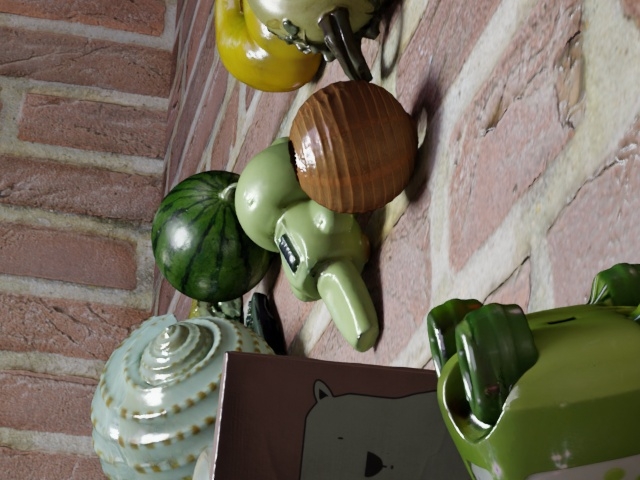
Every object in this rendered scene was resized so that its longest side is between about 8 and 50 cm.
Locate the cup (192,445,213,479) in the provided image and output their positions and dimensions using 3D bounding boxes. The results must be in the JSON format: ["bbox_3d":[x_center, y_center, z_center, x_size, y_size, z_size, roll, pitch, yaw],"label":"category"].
[{"bbox_3d":[-0.052,0.307,1.560,0.347,0.163,0.347,-172,90,-78],"label":"cup"}]

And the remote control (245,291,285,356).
[{"bbox_3d":[-0.082,0.138,2.094,0.222,0.042,0.072,-111,31,-69],"label":"remote control"}]

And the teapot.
[{"bbox_3d":[0.010,-0.285,1.706,0.269,0.173,0.182,69,-169,23],"label":"teapot"}]

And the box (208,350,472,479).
[{"bbox_3d":[0.019,0.203,1.171,0.086,0.215,0.215,104,172,-84],"label":"box"}]

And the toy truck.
[{"bbox_3d":[0.145,0.112,0.835,0.187,0.148,0.211,-112,11,-71],"label":"toy truck"}]

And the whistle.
[{"bbox_3d":[0.008,-0.003,1.644,0.294,0.141,0.141,50,141,29],"label":"whistle"}]

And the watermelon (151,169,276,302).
[{"bbox_3d":[-0.151,-0.013,2.157,0.215,0.188,0.188,103,168,-52],"label":"watermelon"}]

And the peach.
[{"bbox_3d":[-0.060,-0.324,2.052,0.251,0.153,0.251,173,90,-69],"label":"peach"}]

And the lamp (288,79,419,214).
[{"bbox_3d":[0.033,-0.093,1.483,0.136,0.136,0.136,-172,90,-78],"label":"lamp"}]

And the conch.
[{"bbox_3d":[-0.181,0.253,1.936,0.303,0.215,0.319,4,104,35],"label":"conch"}]

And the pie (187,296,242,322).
[{"bbox_3d":[-0.202,0.208,2.478,0.355,0.102,0.288,-94,22,-50],"label":"pie"}]
